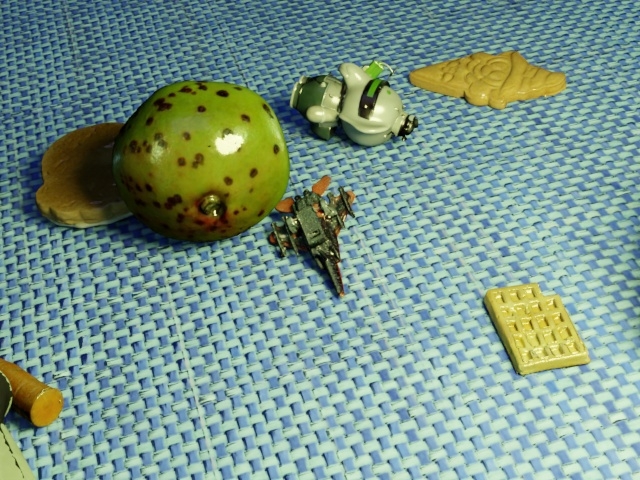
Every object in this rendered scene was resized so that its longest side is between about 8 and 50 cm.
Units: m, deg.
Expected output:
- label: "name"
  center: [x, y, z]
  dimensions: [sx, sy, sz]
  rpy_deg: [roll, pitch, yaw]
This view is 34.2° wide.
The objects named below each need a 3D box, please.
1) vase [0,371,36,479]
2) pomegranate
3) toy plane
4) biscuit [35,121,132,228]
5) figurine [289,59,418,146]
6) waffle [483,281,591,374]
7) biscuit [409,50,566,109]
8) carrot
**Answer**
- label: "vase"
  center: [-0.326, 0.264, 0.987]
  dimensions: [0.165, 0.165, 0.360]
  rpy_deg: [-17, 38, -16]
- label: "pomegranate"
  center: [-0.170, -0.111, 1.392]
  dimensions: [0.231, 0.230, 0.286]
  rpy_deg: [-18, 19, -17]
- label: "toy plane"
  center: [-0.002, -0.002, 1.345]
  dimensions: [0.130, 0.061, 0.189]
  rpy_deg: [-28, 43, 8]
- label: "biscuit"
  center: [-0.313, -0.093, 1.490]
  dimensions: [0.181, 0.049, 0.208]
  rpy_deg: [-9, 40, -5]
- label: "figurine"
  center: [0.053, -0.198, 1.537]
  dimensions: [0.192, 0.126, 0.147]
  rpy_deg: [20, 25, 10]
- label: "waffle"
  center: [0.255, 0.101, 1.232]
  dimensions: [0.092, 0.021, 0.135]
  rpy_deg: [-10, 41, -5]
- label: "biscuit"
  center: [0.267, -0.262, 1.666]
  dimensions: [0.250, 0.035, 0.162]
  rpy_deg: [1, 35, 9]
- label: "carrot"
  center: [-0.355, 0.162, 1.187]
  dimensions: [0.139, 0.048, 0.048]
  rpy_deg: [25, 47, 31]
